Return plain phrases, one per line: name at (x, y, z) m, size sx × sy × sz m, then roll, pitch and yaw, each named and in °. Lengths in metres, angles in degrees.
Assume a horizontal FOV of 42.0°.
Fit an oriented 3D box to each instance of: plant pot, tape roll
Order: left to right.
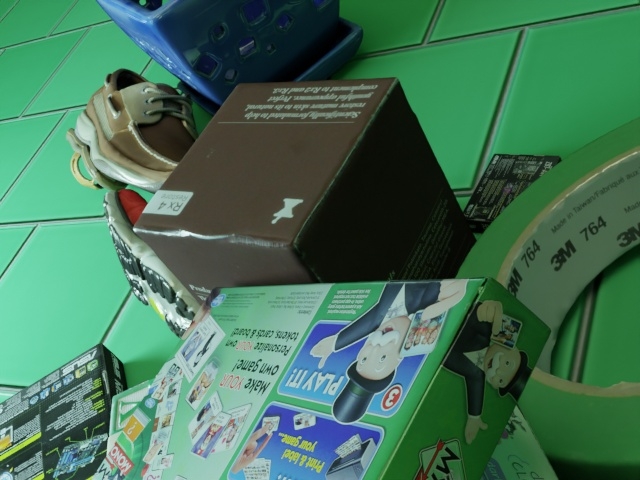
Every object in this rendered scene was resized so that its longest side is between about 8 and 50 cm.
plant pot at (-0.103, -0.276, 1.025) m, size 0.236 × 0.212 × 0.236 m, roll -41°, pitch 39°, yaw -8°
tape roll at (0.232, 0.028, 0.525) m, size 0.321 × 0.077 × 0.321 m, roll -31°, pitch 25°, yaw 16°

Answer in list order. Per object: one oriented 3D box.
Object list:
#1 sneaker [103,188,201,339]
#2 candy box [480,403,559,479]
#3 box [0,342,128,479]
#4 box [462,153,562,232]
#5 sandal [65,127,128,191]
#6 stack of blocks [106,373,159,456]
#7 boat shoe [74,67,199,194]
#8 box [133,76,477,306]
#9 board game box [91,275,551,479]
sneaker at (-0.139, 0.014, 0.864) m, size 0.118 × 0.107 × 0.279 m, roll -26°, pitch 36°, yaw -22°
candy box at (0.056, 0.180, 0.465) m, size 0.070 × 0.196 × 0.165 m, roll 8°, pitch 34°, yaw -21°
box at (-0.260, 0.209, 0.768) m, size 0.191 × 0.045 × 0.184 m, roll -32°, pitch 41°, yaw 1°
box at (0.171, -0.042, 0.745) m, size 0.067 × 0.018 × 0.083 m, roll 7°, pitch 54°, yaw 39°
sandal at (-0.303, -0.098, 1.099) m, size 0.049 × 0.072 × 0.180 m, roll -52°, pitch 38°, yaw 2°
stack of blocks at (-0.099, 0.233, 0.595) m, size 0.171 × 0.087 × 0.297 m, roll -24°, pitch 40°, yaw 12°
boat shoe at (-0.208, -0.134, 0.997) m, size 0.324 × 0.123 × 0.116 m, roll 37°, pitch 104°, yaw 49°
box at (0.000, 0.000, 0.676) m, size 0.168 × 0.203 × 0.167 m, roll 7°, pitch 54°, yaw 38°
board game box at (-0.042, 0.121, 0.451) m, size 0.213 × 0.046 × 0.317 m, roll -59°, pitch 22°, yaw -18°
